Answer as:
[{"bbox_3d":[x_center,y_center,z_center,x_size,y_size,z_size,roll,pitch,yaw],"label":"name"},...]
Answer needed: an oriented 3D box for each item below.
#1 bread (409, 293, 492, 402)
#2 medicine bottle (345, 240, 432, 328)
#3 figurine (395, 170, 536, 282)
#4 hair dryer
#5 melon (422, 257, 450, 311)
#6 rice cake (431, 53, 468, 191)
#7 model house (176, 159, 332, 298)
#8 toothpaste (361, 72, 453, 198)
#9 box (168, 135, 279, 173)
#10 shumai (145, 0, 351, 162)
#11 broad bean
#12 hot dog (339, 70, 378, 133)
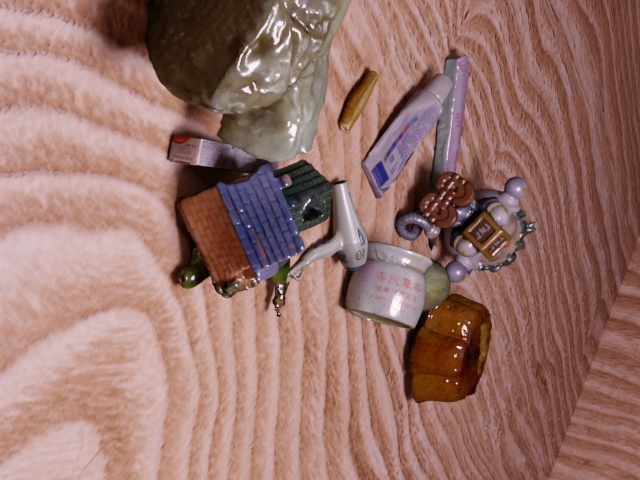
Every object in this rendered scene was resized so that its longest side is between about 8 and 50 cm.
[{"bbox_3d":[0.288,0.232,2.389,0.232,0.135,0.246,-26,123,-58],"label":"bread"},{"bbox_3d":[0.130,0.083,2.054,0.147,0.147,0.143,30,74,-59],"label":"medicine bottle"},{"bbox_3d":[0.337,-0.036,2.301,0.261,0.186,0.382,-41,156,10],"label":"figurine"},{"bbox_3d":[0.005,-0.020,1.924,0.199,0.067,0.167,-8,99,-43],"label":"hair dryer"},{"bbox_3d":[0.204,0.089,2.216,0.167,0.114,0.114,-7,107,-57],"label":"melon"},{"bbox_3d":[0.281,-0.246,2.282,0.081,0.051,0.290,-11,111,-57],"label":"rice cake"},{"bbox_3d":[-0.071,-0.035,1.584,0.183,0.172,0.166,-29,93,-49],"label":"model house"},{"bbox_3d":[0.172,-0.214,2.113,0.099,0.068,0.282,45,68,-21],"label":"toothpaste"},{"bbox_3d":[-0.138,-0.124,1.617,0.218,0.055,0.039,4,96,-60],"label":"box"},{"bbox_3d":[-0.047,-0.276,1.452,0.288,0.292,0.330,36,92,-39],"label":"shumai"},{"bbox_3d":[-0.118,0.032,1.713,0.292,0.049,0.144,23,78,-59],"label":"broad bean"},{"bbox_3d":[0.069,-0.253,1.945,0.137,0.028,0.044,-60,172,-23],"label":"hot dog"}]
